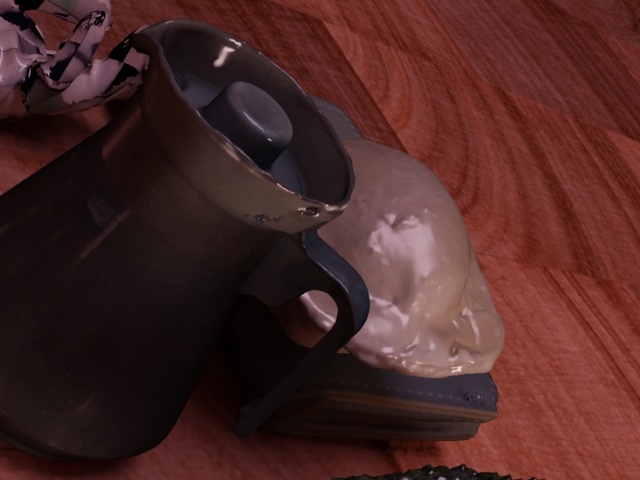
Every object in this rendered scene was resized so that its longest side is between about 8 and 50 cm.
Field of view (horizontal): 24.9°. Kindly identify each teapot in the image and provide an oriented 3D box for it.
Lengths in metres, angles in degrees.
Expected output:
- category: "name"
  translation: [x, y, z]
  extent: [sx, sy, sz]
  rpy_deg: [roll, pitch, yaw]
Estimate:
- category: "teapot"
  translation: [-0.088, 0.014, 0.795]
  extent: [0.203, 0.225, 0.171]
  rpy_deg: [45, 26, 1]

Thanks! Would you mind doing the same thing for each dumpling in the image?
- category: "dumpling"
  translation: [0.000, 0.000, 0.932]
  extent: [0.179, 0.131, 0.252]
  rpy_deg: [-12, 50, -48]

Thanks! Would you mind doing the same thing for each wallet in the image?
- category: "wallet"
  translation: [-0.011, 0.004, 1.110]
  extent: [0.252, 0.083, 0.360]
  rpy_deg: [13, 40, -41]

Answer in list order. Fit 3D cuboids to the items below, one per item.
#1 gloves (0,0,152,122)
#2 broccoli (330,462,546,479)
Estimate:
- category: "gloves"
  translation: [-0.195, -0.133, 1.005]
  extent: [0.212, 0.111, 0.127]
  rpy_deg: [26, 7, -30]
- category: "broccoli"
  translation: [0.077, 0.244, 0.761]
  extent: [0.247, 0.262, 0.243]
  rpy_deg: [62, 35, -53]
